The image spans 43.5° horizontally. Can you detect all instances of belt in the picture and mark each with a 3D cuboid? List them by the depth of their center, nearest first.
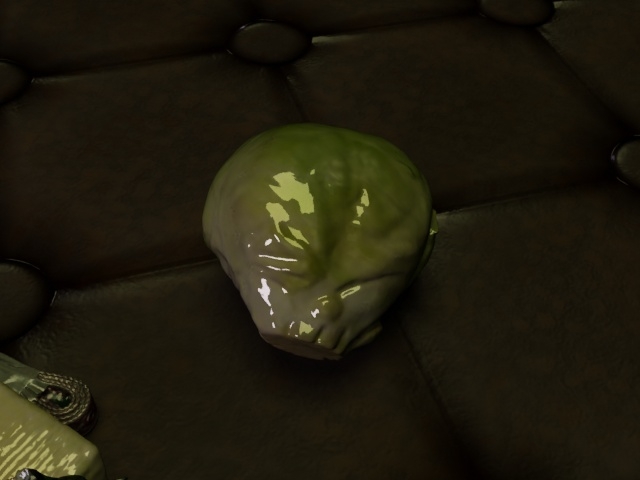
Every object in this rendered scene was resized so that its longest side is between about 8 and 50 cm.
[{"bbox_3d":[-0.362,0.163,0.923,0.232,0.053,0.071,21,53,17],"label":"belt"}]

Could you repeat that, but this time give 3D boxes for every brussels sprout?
[{"bbox_3d":[-0.007,-0.011,0.989,0.274,0.242,0.316,40,58,1],"label":"brussels sprout"}]

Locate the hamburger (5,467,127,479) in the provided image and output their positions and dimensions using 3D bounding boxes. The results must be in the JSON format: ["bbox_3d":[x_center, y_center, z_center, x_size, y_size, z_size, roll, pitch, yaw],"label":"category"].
[{"bbox_3d":[-0.232,0.345,0.641,0.133,0.211,0.308,-4,49,26],"label":"hamburger"}]

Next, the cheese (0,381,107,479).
[{"bbox_3d":[-0.382,0.265,0.769,0.243,0.123,0.265,30,51,12],"label":"cheese"}]
